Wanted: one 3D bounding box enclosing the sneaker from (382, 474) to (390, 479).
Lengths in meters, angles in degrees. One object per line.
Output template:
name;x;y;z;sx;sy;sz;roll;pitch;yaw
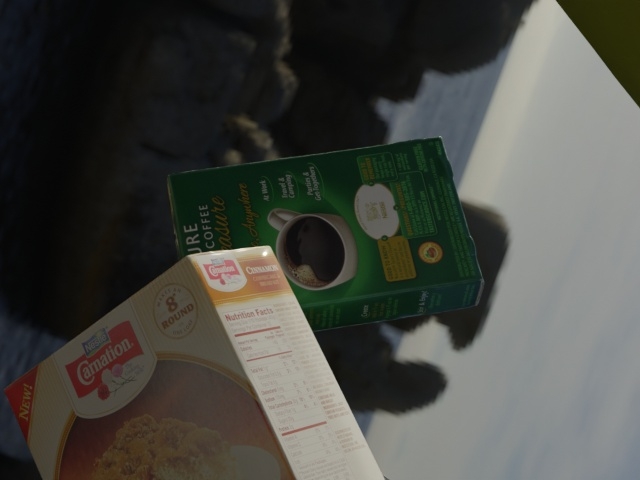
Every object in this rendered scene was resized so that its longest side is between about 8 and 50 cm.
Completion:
sneaker;-0.046;0.281;1.100;0.366;0.210;0.137;-9;147;-33

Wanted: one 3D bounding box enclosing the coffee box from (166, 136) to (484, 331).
coffee box;0.000;0.000;0.986;0.040;0.184;0.113;95;-16;-60

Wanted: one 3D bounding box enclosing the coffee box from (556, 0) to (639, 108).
coffee box;0.149;-0.255;0.337;0.334;0.337;0.338;-36;174;-4

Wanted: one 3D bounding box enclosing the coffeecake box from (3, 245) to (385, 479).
coffeecake box;-0.051;0.118;0.743;0.142;0.185;0.068;-35;164;31
